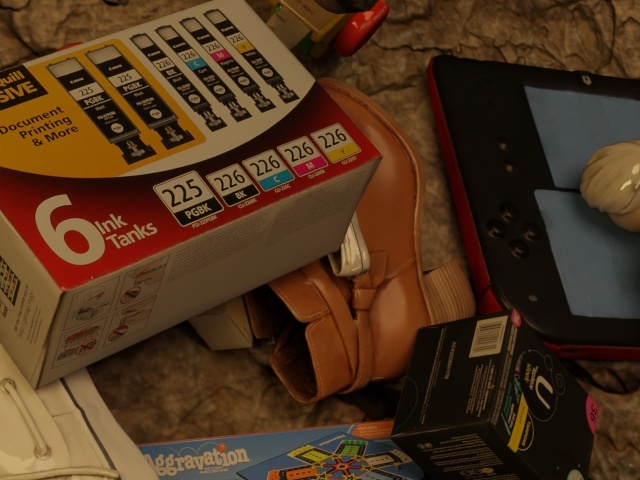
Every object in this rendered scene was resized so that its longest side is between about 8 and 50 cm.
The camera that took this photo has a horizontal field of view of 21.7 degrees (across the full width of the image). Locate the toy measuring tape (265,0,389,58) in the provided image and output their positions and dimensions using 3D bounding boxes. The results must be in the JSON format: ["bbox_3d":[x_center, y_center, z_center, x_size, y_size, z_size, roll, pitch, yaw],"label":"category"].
[{"bbox_3d":[-0.030,-0.197,1.601,0.121,0.121,0.330,43,59,0],"label":"toy measuring tape"}]

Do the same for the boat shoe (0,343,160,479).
[{"bbox_3d":[-0.235,0.164,1.254,0.156,0.136,0.367,-16,68,-35],"label":"boat shoe"}]

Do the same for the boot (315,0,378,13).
[{"bbox_3d":[-0.066,-0.296,1.560,0.222,0.118,0.338,-13,37,8],"label":"boot"}]

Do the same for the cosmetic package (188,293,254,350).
[{"bbox_3d":[-0.079,0.032,1.457,0.060,0.041,0.115,57,34,-50],"label":"cosmetic package"}]

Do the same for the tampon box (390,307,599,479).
[{"bbox_3d":[0.156,0.158,1.452,0.161,0.101,0.120,46,46,-35],"label":"tampon box"}]

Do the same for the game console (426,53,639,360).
[{"bbox_3d":[0.306,-0.033,1.713,0.386,0.060,0.342,4,61,-27],"label":"game console"}]

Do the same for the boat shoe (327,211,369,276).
[{"bbox_3d":[0.009,-0.015,1.430,0.035,0.035,0.100,-11,76,-33],"label":"boat shoe"}]

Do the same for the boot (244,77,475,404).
[{"bbox_3d":[0.000,0.000,1.498,0.220,0.109,0.283,-23,88,-42],"label":"boot"}]

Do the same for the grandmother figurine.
[{"bbox_3d":[0.390,0.034,1.629,0.342,0.104,0.208,45,22,8],"label":"grandmother figurine"}]

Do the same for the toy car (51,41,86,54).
[{"bbox_3d":[-0.126,-0.079,1.506,0.225,0.053,0.239,3,62,-27],"label":"toy car"}]

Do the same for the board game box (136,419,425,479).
[{"bbox_3d":[-0.031,0.230,1.393,0.281,0.027,0.145,-2,65,-29],"label":"board game box"}]

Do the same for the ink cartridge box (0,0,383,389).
[{"bbox_3d":[-0.161,-0.072,1.319,0.309,0.130,0.272,-25,63,-35],"label":"ink cartridge box"}]
